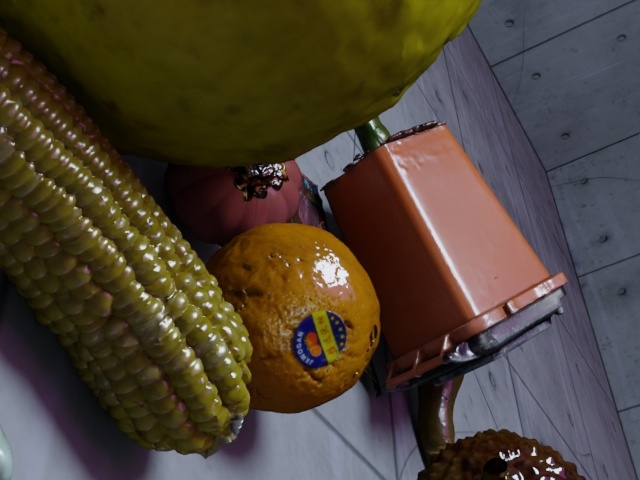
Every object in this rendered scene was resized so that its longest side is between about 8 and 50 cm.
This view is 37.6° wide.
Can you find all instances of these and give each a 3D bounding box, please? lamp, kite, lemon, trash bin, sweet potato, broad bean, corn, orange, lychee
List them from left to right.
[{"bbox_3d":[-0.135,-0.003,0.504,0.292,0.101,0.101,54,23,-23],"label":"corn"},{"bbox_3d":[-0.066,-0.227,0.567,0.350,0.349,0.387,-85,150,-53],"label":"lemon"},{"bbox_3d":[-0.066,-0.045,0.719,0.107,0.092,0.108,12,66,-28],"label":"lamp"},{"bbox_3d":[-0.028,0.053,0.663,0.117,0.135,0.135,29,-20,53],"label":"orange"},{"bbox_3d":[0.000,0.000,0.905,0.234,0.016,0.321,-91,161,-55],"label":"kite"},{"bbox_3d":[0.052,-0.198,1.259,0.256,0.052,0.052,64,-18,-10],"label":"broad bean"},{"bbox_3d":[0.108,0.088,1.062,0.108,0.079,0.346,-6,75,-46],"label":"sweet potato"},{"bbox_3d":[0.108,0.018,0.948,0.184,0.161,0.239,-24,82,-39],"label":"trash bin"},{"bbox_3d":[0.158,0.266,0.819,0.200,0.200,0.238,-91,167,-46],"label":"lychee"}]

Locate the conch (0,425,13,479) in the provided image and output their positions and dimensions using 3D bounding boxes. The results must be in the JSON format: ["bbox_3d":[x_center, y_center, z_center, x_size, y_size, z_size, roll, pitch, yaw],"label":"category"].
[{"bbox_3d":[-0.163,0.057,0.339,0.234,0.114,0.137,14,68,-73],"label":"conch"}]
